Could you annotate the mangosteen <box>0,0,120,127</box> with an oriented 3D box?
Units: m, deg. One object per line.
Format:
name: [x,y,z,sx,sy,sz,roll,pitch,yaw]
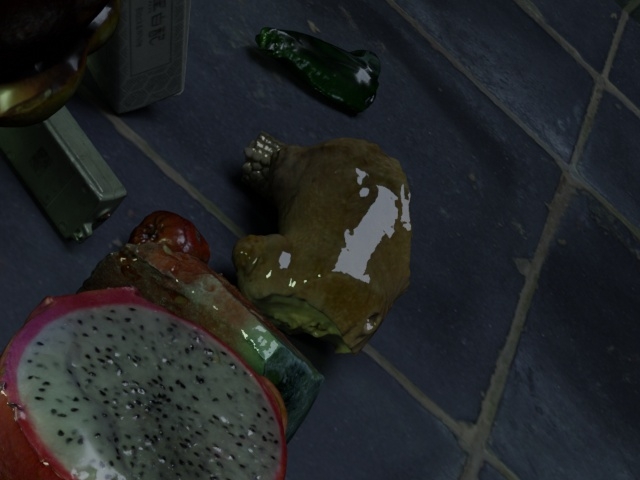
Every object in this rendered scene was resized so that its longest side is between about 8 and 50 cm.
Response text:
mangosteen: [-0.300,-0.269,1.406,0.307,0.307,0.347,-95,172,-45]

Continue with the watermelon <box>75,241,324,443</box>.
watermelon: [-0.125,0.099,1.526,0.256,0.193,0.140,40,28,17]

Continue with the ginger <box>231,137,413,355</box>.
ginger: [0.000,0.000,1.767,0.221,0.130,0.276,-10,62,-17]

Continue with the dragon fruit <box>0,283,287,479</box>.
dragon fruit: [-0.186,0.191,1.334,0.290,0.189,0.291,25,33,-18]

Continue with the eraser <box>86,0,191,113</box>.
eraser: [-0.198,-0.293,1.663,0.096,0.404,0.098,-24,66,-19]

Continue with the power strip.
power strip: [-0.303,-0.119,1.628,0.272,0.078,0.052,53,30,12]

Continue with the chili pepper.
chili pepper: [-0.002,-0.244,2.142,0.216,0.062,0.108,14,44,-38]

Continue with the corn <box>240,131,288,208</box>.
corn: [-0.011,-0.052,1.903,0.211,0.087,0.087,34,33,-7]

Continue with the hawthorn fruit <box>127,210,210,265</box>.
hawthorn fruit: [-0.161,0.014,1.653,0.093,0.093,0.093,30,35,-24]
